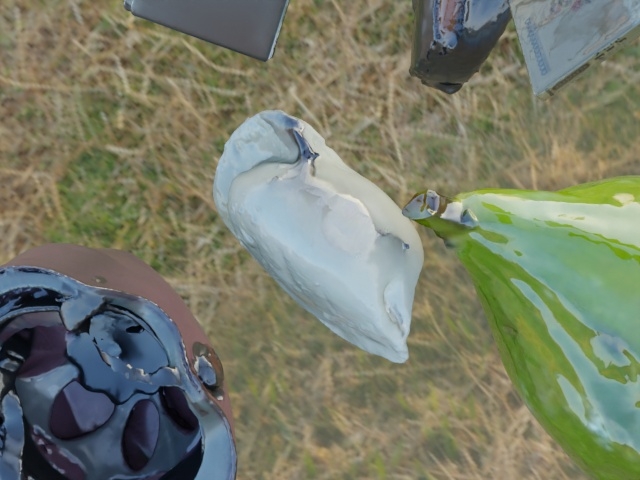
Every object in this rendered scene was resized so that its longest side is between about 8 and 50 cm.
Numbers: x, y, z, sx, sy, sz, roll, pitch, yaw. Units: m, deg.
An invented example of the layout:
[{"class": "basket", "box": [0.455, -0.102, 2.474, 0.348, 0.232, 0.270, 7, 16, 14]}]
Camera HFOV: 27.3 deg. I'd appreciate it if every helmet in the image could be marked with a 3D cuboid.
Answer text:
[{"class": "helmet", "box": [-0.220, 0.148, 1.339, 0.271, 0.197, 0.338, -39, 101, 18]}]

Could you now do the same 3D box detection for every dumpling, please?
[{"class": "dumpling", "box": [-0.001, 0.000, 0.892, 0.176, 0.150, 0.092, 37, 67, -10]}]

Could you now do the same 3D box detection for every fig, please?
[{"class": "fig", "box": [0.219, 0.061, 0.866, 0.233, 0.314, 0.233, -15, 62, 30]}]

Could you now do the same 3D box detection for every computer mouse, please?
[{"class": "computer mouse", "box": [0.168, -0.306, 1.326, 0.116, 0.183, 0.323, 28, 102, -2]}]

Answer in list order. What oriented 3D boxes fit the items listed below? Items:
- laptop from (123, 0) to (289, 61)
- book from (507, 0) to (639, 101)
[{"class": "laptop", "box": [-0.076, -0.227, 1.004, 0.129, 0.180, 0.016, 20, 44, -2]}, {"class": "book", "box": [0.237, -0.213, 1.042, 0.199, 0.016, 0.138, -35, 45, 31]}]
